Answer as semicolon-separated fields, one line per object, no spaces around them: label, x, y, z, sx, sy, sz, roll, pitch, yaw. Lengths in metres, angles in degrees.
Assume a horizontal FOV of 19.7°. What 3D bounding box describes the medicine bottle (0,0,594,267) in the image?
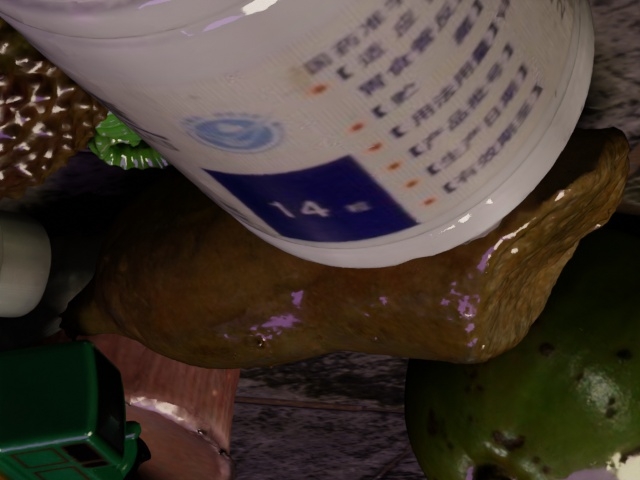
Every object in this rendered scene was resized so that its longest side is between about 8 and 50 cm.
medicine bottle;-0.029;-0.130;0.669;0.190;0.190;0.332;-9;156;20

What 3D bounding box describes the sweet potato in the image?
sweet potato;0.000;0.000;1.065;0.369;0.158;0.158;-3;159;24

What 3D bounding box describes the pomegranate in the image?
pomegranate;0.201;0.090;1.234;0.302;0.236;0.236;-27;173;-32

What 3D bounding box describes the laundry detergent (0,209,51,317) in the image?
laundry detergent;-0.339;-0.011;1.011;0.398;0.125;0.264;8;-177;-42

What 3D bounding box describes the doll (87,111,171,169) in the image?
doll;-0.113;-0.078;0.985;0.115;0.050;0.190;-13;157;20

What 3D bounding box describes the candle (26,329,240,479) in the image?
candle;-0.202;0.129;1.403;0.287;0.131;0.317;8;148;-2

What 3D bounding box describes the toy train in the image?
toy train;-0.176;0.125;1.163;0.136;0.091;0.228;-11;153;13

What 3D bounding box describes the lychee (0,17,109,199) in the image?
lychee;-0.174;-0.089;0.806;0.171;0.171;0.171;0;158;0

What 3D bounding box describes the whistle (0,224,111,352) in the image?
whistle;-0.259;0.055;1.231;0.346;0.134;0.142;-18;150;17
